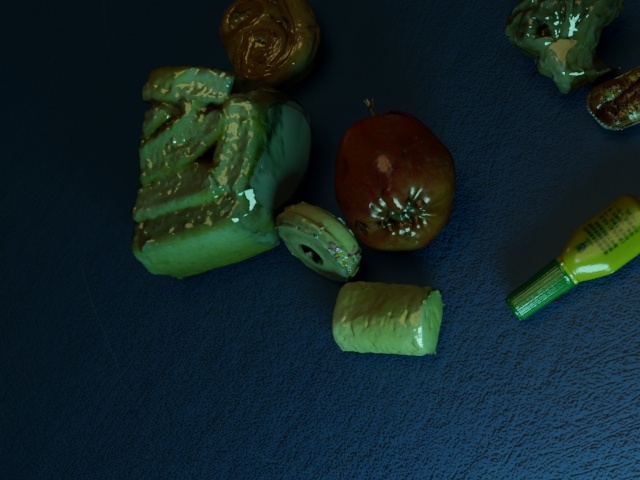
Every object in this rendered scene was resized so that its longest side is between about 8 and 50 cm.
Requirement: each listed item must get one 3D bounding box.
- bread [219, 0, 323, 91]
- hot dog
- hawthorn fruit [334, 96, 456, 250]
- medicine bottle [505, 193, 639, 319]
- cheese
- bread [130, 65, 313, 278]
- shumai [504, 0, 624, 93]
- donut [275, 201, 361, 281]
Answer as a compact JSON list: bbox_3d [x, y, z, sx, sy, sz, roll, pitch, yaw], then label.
[{"bbox_3d":[-0.096,-0.403,1.889,0.198,0.120,0.236,-30,59,14],"label":"bread"},{"bbox_3d":[0.531,-0.245,1.539,0.191,0.059,0.108,-27,54,16],"label":"hot dog"},{"bbox_3d":[0.118,-0.129,1.613,0.211,0.211,0.299,-26,53,15],"label":"hawthorn fruit"},{"bbox_3d":[0.404,0.031,1.474,0.261,0.064,0.095,-37,55,7],"label":"medicine bottle"},{"bbox_3d":[0.111,0.128,1.564,0.167,0.094,0.123,2,71,28],"label":"cheese"},{"bbox_3d":[-0.168,-0.114,1.715,0.264,0.239,0.395,6,90,27],"label":"bread"},{"bbox_3d":[0.423,-0.343,1.582,0.206,0.166,0.175,-31,64,41],"label":"shumai"},{"bbox_3d":[0.000,0.000,1.636,0.175,0.174,0.068,26,69,33],"label":"donut"}]
